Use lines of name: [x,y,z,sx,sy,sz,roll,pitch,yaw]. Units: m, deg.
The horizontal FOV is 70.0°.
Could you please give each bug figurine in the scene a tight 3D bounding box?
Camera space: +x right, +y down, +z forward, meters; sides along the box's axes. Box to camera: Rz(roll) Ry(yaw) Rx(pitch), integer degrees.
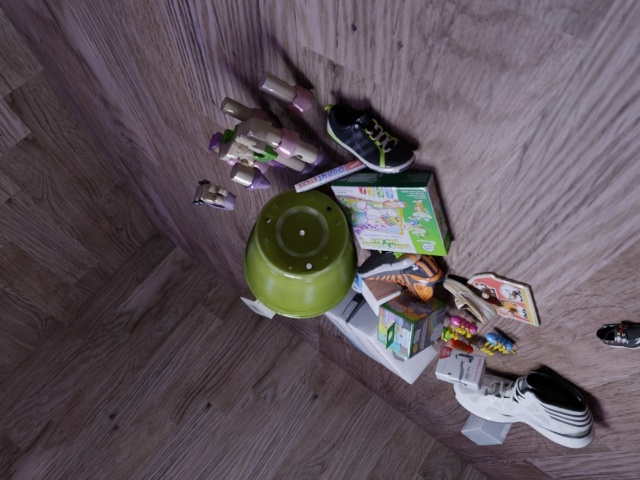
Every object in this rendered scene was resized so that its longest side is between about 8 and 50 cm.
bug figurine: [0.466,0.309,1.455,0.216,0.072,0.279,30,156,-10]

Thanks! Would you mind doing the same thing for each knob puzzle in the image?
knob puzzle: [0.472,0.155,1.223,0.213,0.030,0.213,34,159,15]

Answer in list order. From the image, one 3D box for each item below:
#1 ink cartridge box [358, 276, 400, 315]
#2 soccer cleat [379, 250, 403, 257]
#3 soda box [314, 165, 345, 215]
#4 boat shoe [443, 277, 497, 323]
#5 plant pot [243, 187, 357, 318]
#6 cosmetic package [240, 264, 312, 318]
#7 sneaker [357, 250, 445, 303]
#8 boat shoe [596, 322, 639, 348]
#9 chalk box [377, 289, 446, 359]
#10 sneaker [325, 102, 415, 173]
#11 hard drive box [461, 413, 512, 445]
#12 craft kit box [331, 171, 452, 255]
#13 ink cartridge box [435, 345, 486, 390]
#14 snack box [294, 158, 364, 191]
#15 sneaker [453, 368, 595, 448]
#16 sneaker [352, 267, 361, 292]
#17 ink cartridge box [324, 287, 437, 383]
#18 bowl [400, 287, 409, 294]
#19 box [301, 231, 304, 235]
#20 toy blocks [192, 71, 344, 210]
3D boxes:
ink cartridge box: [0.202,0.174,1.537,0.090,0.092,0.143,82,161,-49]
soccer cleat: [0.180,-0.002,1.320,0.179,0.072,0.060,28,157,53]
soda box: [0.064,-0.129,1.290,0.181,0.061,0.058,44,158,-12]
boat shoe: [0.404,0.168,1.275,0.170,0.059,0.063,38,173,38]
plant pot: [-0.054,0.019,1.302,0.366,0.366,0.353,37,166,7]
cosmetic package: [-0.179,0.170,1.950,0.113,0.309,0.160,49,156,-24]
sneaker: [0.245,0.115,1.390,0.180,0.125,0.321,46,158,-13]
boat shoe: [0.655,0.204,0.988,0.042,0.049,0.133,31,163,0]
chalk box: [0.256,0.254,1.374,0.132,0.213,0.133,26,123,44]
sneaker: [0.100,-0.229,1.002,0.234,0.084,0.097,31,156,22]
hard drive box: [0.654,0.683,1.761,0.089,0.181,0.232,34,159,14]
craft kit box: [0.182,-0.065,1.154,0.249,0.061,0.247,4,145,33]
ink cartridge box: [0.447,0.404,1.453,0.135,0.099,0.056,10,150,29]
snack box: [0.028,-0.156,1.098,0.022,0.178,0.064,70,-160,-1]
sneaker: [0.628,0.473,1.473,0.447,0.169,0.258,8,135,41]
sneaker: [0.121,0.136,1.698,0.211,0.080,0.081,8,145,52]
ink cartridge box: [0.213,0.341,1.768,0.285,0.166,0.395,50,166,-24]
bowl: [0.330,0.212,1.540,0.142,0.053,0.142,38,158,6]
box: [0.000,0.000,1.689,0.145,0.038,0.186,28,155,27]
toy blocks: [-0.121,-0.203,1.158,0.260,0.309,0.288,20,169,-34]
